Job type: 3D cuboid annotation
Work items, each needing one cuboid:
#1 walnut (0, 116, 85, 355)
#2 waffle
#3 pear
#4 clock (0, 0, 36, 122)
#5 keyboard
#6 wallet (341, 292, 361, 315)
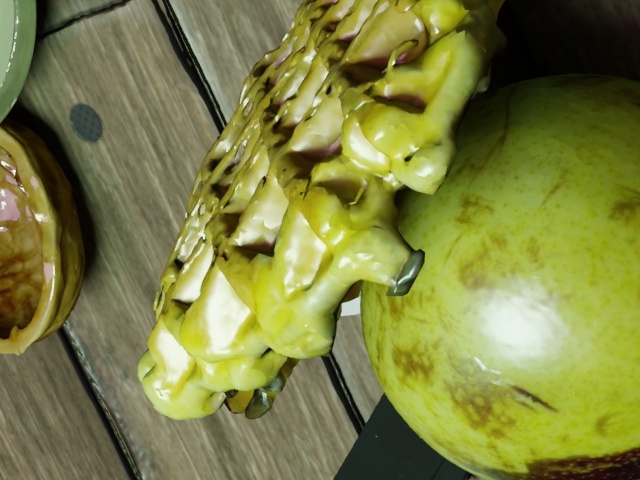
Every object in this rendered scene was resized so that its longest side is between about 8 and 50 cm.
[{"bbox_3d":[-0.258,-0.007,1.467,0.167,0.087,0.211,-24,80,39],"label":"walnut"},{"bbox_3d":[0.012,-0.075,1.055,0.095,0.379,0.382,30,143,-12],"label":"waffle"},{"bbox_3d":[0.163,0.032,1.067,0.284,0.283,0.283,18,124,29],"label":"pear"},{"bbox_3d":[-0.321,-0.192,1.413,0.235,0.029,0.235,8,103,39],"label":"clock"},{"bbox_3d":[0.051,0.225,1.419,0.101,0.018,0.309,39,131,15],"label":"keyboard"},{"bbox_3d":[0.000,0.000,1.329,0.061,0.025,0.122,-6,111,46],"label":"wallet"}]
